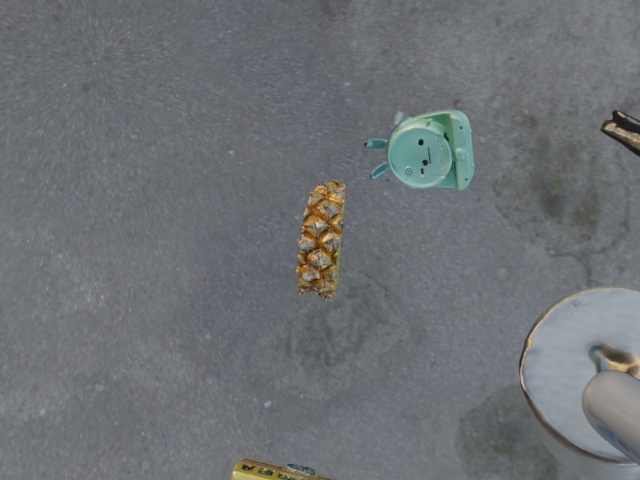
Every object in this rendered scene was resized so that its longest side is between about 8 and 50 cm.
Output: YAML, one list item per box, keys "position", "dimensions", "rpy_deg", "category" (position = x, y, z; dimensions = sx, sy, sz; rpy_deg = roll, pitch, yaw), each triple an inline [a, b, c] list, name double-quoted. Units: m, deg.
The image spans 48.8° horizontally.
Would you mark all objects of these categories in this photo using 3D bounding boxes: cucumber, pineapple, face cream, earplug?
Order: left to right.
- position: [0.001, 0.000, 1.252]
  dimensions: [0.080, 0.135, 0.233]
  rpy_deg: [6, 93, 2]
  category: "pineapple"
- position: [0.546, 0.299, 1.348]
  dimensions: [0.313, 0.312, 0.394]
  rpy_deg: [-40, 150, -5]
  category: "earplug"
- position: [0.355, -0.093, 0.731]
  dimensions: [0.034, 0.135, 0.033]
  rpy_deg: [-8, 135, -43]
  category: "cucumber"
- position: [0.421, 0.252, 0.698]
  dimensions: [0.080, 0.337, 0.163]
  rpy_deg: [-51, 127, -1]
  category: "face cream"

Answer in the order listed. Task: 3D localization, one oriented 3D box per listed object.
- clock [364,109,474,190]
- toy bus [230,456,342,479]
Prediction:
- position: [0.128, -0.111, 0.912]
  dimensions: [0.135, 0.041, 0.101]
  rpy_deg: [-3, 114, 21]
  category: "clock"
- position: [0.021, 0.424, 1.073]
  dimensions: [0.336, 0.123, 0.121]
  rpy_deg: [10, 81, 9]
  category: "toy bus"
